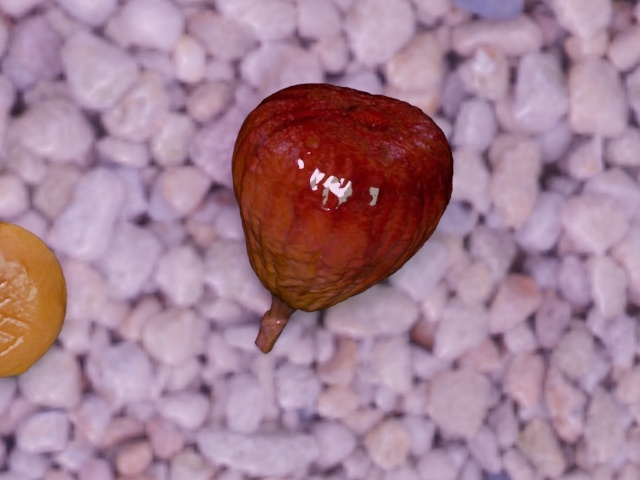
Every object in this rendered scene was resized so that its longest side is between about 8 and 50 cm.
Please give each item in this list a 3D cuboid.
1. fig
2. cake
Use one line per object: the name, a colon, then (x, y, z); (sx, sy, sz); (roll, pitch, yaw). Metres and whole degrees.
fig: (0.002, -0.007, 1.009); (0.119, 0.119, 0.153); (18, 91, -17)
cake: (-0.173, 0.029, 1.001); (0.084, 0.044, 0.084); (-3, 100, -15)
